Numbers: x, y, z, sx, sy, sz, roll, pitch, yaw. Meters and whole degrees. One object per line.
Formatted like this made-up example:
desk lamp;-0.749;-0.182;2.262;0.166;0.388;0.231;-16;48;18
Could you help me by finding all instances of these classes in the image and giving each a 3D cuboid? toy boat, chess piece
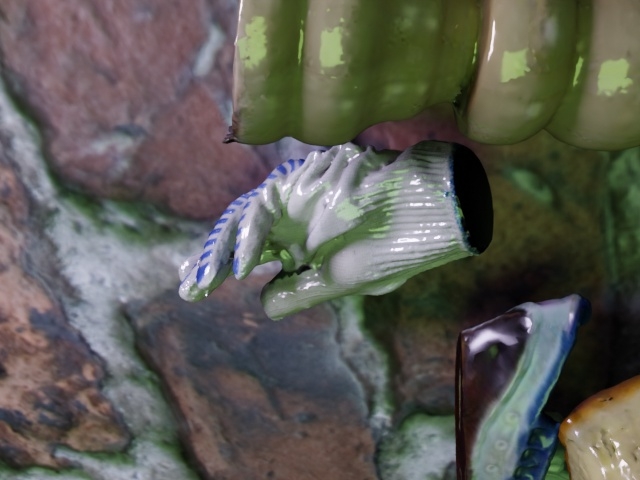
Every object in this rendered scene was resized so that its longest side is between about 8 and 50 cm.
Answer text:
toy boat;0.163;0.141;0.704;0.115;0.114;0.262;-3;130;5
chess piece;0.081;-0.111;0.517;0.261;0.143;0.143;5;129;-5

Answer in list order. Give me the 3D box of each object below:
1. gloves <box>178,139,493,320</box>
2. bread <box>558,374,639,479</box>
gloves;0.004;-0.004;0.625;0.229;0.097;0.119;-18;119;15
bread;0.354;0.202;0.662;0.333;0.143;0.323;-17;131;0
